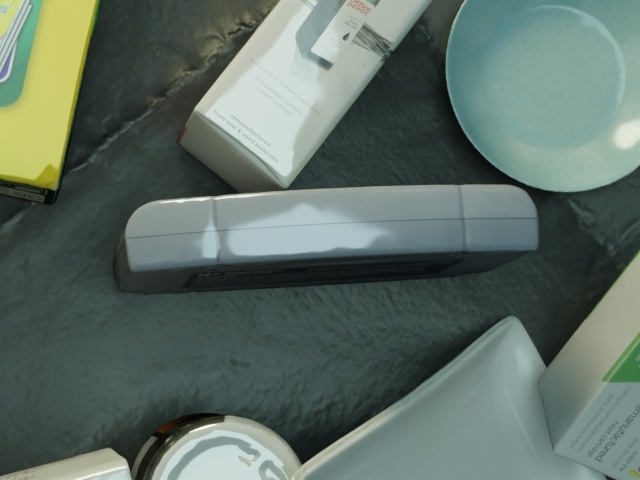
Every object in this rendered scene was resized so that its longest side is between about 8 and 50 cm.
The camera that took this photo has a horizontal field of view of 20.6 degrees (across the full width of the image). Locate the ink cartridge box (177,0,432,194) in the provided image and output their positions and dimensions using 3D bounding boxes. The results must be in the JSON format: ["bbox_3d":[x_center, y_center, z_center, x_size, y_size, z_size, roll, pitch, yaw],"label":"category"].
[{"bbox_3d":[-0.003,-0.141,1.315,0.092,0.158,0.218,40,80,-4],"label":"ink cartridge box"}]

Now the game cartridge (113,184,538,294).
[{"bbox_3d":[0.000,0.000,1.286,0.294,0.196,0.060,-3,87,-11],"label":"game cartridge"}]

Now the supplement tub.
[{"bbox_3d":[-0.077,0.182,1.260,0.117,0.190,0.117,1,85,-9],"label":"supplement tub"}]

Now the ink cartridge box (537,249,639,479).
[{"bbox_3d":[0.298,0.121,1.334,0.212,0.093,0.154,25,118,-17],"label":"ink cartridge box"}]

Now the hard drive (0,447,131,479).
[{"bbox_3d":[-0.286,0.204,1.215,0.308,0.203,0.040,-15,88,-11],"label":"hard drive"}]

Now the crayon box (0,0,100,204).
[{"bbox_3d":[-0.338,-0.220,1.291,0.363,0.106,0.313,13,82,-9],"label":"crayon box"}]

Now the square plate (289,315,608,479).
[{"bbox_3d":[0.135,0.263,1.274,0.344,0.049,0.347,-29,91,-55],"label":"square plate"}]

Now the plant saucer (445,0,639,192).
[{"bbox_3d":[0.190,-0.133,1.410,0.195,0.037,0.195,1,85,-10],"label":"plant saucer"}]
